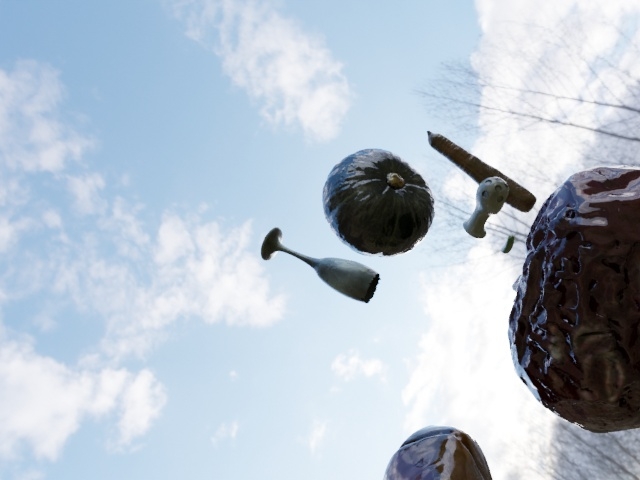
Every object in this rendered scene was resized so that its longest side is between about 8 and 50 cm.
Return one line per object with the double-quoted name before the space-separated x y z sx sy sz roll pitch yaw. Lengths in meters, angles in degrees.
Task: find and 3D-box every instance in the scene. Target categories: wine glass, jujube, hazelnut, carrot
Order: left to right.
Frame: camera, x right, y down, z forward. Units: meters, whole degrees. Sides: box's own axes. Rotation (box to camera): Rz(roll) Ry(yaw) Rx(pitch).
"wine glass" 0.000 0.000 1.166 0.096 0.309 0.264 -46 -31 -41
"hazelnut" 0.169 0.393 0.720 0.180 0.181 0.212 -30 -13 23
"carrot" 0.414 -0.187 1.259 0.070 0.342 0.070 -44 -18 -18
"jujube" 0.396 0.092 0.653 0.258 0.258 0.377 -25 -52 -27

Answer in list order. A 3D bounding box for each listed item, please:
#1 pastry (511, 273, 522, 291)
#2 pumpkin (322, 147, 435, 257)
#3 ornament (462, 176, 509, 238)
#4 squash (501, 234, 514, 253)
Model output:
"pastry" 0.755 0.161 1.658 0.103 0.112 0.265 -43 -12 2
"pumpkin" 0.103 -0.066 0.861 0.211 0.212 0.152 -12 -18 -34
"ornament" 0.406 -0.084 1.160 0.081 0.075 0.156 3 -49 -10
"squash" 0.542 0.013 1.374 0.027 0.027 0.089 -39 -25 -16
